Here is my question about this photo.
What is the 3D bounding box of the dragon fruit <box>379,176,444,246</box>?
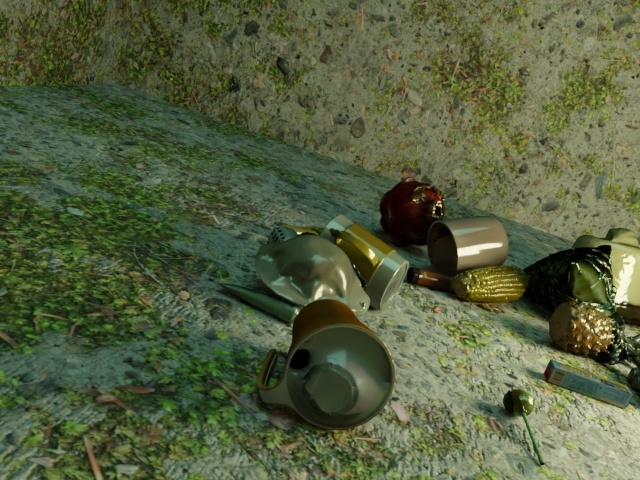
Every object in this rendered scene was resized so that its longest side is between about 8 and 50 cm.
[{"bbox_3d":[0.323,-0.095,2.349,0.250,0.251,0.315,11,20,-25],"label":"dragon fruit"}]

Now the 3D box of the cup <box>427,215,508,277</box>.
[{"bbox_3d":[0.463,0.030,2.130,0.200,0.192,0.253,-9,-18,-19],"label":"cup"}]

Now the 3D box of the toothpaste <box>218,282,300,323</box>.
[{"bbox_3d":[-0.123,0.134,1.453,0.218,0.041,0.064,22,4,21],"label":"toothpaste"}]

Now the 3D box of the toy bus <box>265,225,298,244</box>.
[{"bbox_3d":[-0.092,0.020,1.766,0.087,0.089,0.194,13,16,-17],"label":"toy bus"}]

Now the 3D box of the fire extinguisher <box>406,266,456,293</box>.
[{"bbox_3d":[0.346,0.117,1.983,0.177,0.062,0.050,13,-13,-18],"label":"fire extinguisher"}]

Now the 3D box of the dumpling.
[{"bbox_3d":[-0.015,0.072,1.518,0.292,0.163,0.204,31,-1,14],"label":"dumpling"}]

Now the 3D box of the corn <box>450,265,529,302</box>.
[{"bbox_3d":[0.520,0.134,2.015,0.321,0.119,0.119,-1,24,-36],"label":"corn"}]

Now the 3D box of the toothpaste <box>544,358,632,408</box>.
[{"bbox_3d":[0.638,0.339,1.588,0.193,0.044,0.070,19,17,3],"label":"toothpaste"}]

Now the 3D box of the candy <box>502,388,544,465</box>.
[{"bbox_3d":[0.399,0.359,1.277,0.061,0.061,0.202,17,24,-5],"label":"candy"}]

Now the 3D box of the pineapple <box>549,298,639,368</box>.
[{"bbox_3d":[0.792,0.261,1.829,0.309,0.141,0.170,19,52,-10],"label":"pineapple"}]

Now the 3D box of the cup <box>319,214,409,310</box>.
[{"bbox_3d":[0.091,0.050,1.660,0.226,0.185,0.241,31,-17,17],"label":"cup"}]

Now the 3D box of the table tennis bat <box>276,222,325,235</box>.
[{"bbox_3d":[0.000,0.000,2.027,0.320,0.050,0.198,12,18,-34],"label":"table tennis bat"}]

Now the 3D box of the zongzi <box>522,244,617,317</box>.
[{"bbox_3d":[0.748,0.145,2.098,0.362,0.319,0.383,-19,18,26],"label":"zongzi"}]

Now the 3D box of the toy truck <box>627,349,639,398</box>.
[{"bbox_3d":[0.854,0.348,1.667,0.097,0.114,0.227,21,17,9],"label":"toy truck"}]

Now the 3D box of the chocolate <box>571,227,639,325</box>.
[{"bbox_3d":[1.026,0.107,2.346,0.313,0.297,0.326,12,17,-3],"label":"chocolate"}]

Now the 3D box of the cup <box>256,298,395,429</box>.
[{"bbox_3d":[0.000,0.207,1.165,0.226,0.183,0.264,-15,12,-2],"label":"cup"}]

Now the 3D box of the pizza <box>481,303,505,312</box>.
[{"bbox_3d":[0.512,0.200,1.960,0.083,0.016,0.037,15,23,-17],"label":"pizza"}]
